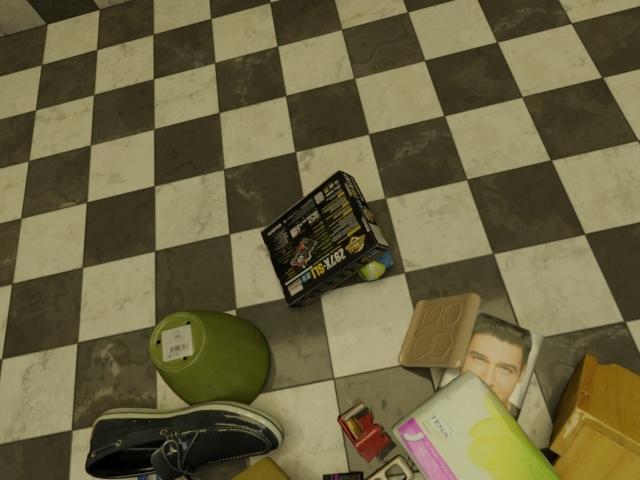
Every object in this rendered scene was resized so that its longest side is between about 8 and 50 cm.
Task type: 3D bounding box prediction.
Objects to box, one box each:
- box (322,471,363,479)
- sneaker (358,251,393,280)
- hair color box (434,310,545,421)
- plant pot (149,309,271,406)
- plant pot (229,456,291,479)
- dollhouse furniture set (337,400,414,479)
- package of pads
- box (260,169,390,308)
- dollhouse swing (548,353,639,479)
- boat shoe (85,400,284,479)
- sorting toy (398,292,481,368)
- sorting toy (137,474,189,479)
[{"bbox_3d":[0.056,0.586,1.075,0.029,0.162,0.116,-16,61,27],"label":"box"},{"bbox_3d":[0.113,0.024,1.379,0.126,0.091,0.240,-19,47,-32],"label":"sneaker"},{"bbox_3d":[0.374,0.370,1.138,0.185,0.113,0.374,21,70,19],"label":"hair color box"},{"bbox_3d":[-0.295,0.286,1.207,0.275,0.293,0.274,-4,65,9],"label":"plant pot"},{"bbox_3d":[-0.122,0.621,1.060,0.212,0.212,0.187,-29,43,-14],"label":"plant pot"},{"bbox_3d":[0.141,0.547,1.018,0.152,0.201,0.374,-35,76,-7],"label":"dollhouse furniture set"},{"bbox_3d":[0.324,0.449,0.992,0.229,0.101,0.296,-36,64,-5],"label":"package of pads"},{"bbox_3d":[0.000,0.000,1.330,0.322,0.079,0.257,-37,62,24],"label":"box"},{"bbox_3d":[0.667,0.513,1.045,0.347,0.304,0.315,28,32,22],"label":"dollhouse swing"},{"bbox_3d":[-0.333,0.499,1.156,0.501,0.186,0.156,-5,35,8],"label":"boat shoe"},{"bbox_3d":[0.298,0.229,1.194,0.038,0.208,0.193,34,64,-21],"label":"sorting toy"},{"bbox_3d":[-0.336,0.704,1.158,0.348,0.047,0.196,32,80,27],"label":"sorting toy"}]
